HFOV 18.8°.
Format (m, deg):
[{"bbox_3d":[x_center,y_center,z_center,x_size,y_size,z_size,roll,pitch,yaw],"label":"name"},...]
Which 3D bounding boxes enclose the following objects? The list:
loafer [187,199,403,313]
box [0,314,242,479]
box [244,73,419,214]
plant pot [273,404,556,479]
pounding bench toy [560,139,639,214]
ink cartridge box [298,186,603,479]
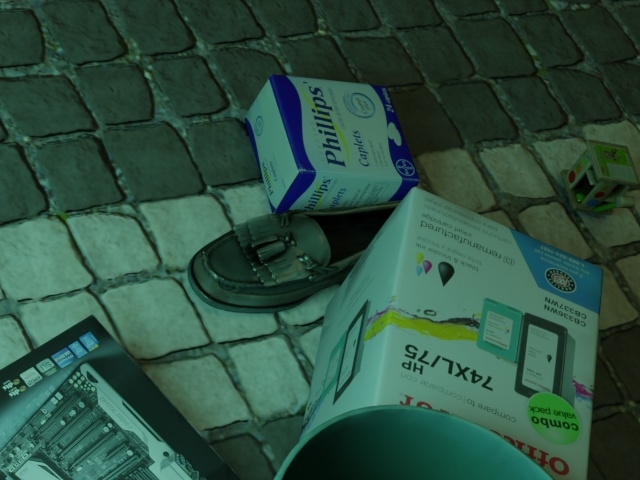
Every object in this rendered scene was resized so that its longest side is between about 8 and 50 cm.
[{"bbox_3d":[0.000,0.000,1.817,0.268,0.084,0.096,-9,59,-36],"label":"loafer"},{"bbox_3d":[-0.216,0.225,1.503,0.242,0.076,0.307,47,45,12],"label":"box"},{"bbox_3d":[0.011,-0.090,1.909,0.137,0.072,0.126,3,52,-28],"label":"box"},{"bbox_3d":[0.046,0.311,1.471,0.293,0.235,0.293,17,46,-18],"label":"plant pot"},{"bbox_3d":[0.298,-0.052,2.050,0.052,0.065,0.083,8,50,-26],"label":"pounding bench toy"},{"bbox_3d":[0.109,0.139,1.681,0.198,0.197,0.270,23,45,-11],"label":"ink cartridge box"}]
